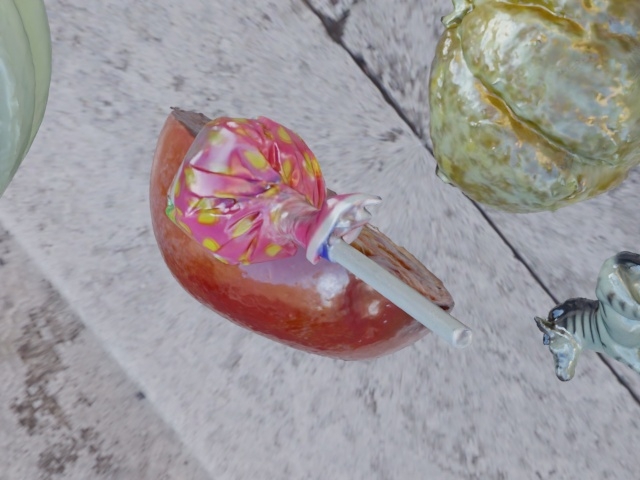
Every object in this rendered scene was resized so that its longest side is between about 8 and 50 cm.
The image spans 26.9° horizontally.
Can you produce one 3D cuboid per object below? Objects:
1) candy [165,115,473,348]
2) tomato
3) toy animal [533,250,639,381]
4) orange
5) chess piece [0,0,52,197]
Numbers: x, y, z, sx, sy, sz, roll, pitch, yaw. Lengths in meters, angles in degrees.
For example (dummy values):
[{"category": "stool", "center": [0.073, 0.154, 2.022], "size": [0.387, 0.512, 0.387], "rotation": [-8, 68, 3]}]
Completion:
[{"category": "candy", "center": [0.000, 0.000, 0.956], "size": [0.124, 0.365, 0.124], "rotation": [-10, 113, -25]}, {"category": "tomato", "center": [-0.038, 0.019, 1.303], "size": [0.338, 0.338, 0.144], "rotation": [34, 99, 1]}, {"category": "toy animal", "center": [0.287, 0.072, 1.276], "size": [0.073, 0.217, 0.176], "rotation": [-37, 56, -25]}, {"category": "orange", "center": [0.277, -0.197, 1.371], "size": [0.271, 0.210, 0.369], "rotation": [22, 86, -32]}, {"category": "chess piece", "center": [-0.202, -0.139, 0.588], "size": [0.194, 0.299, 0.195], "rotation": [-1, 128, -1]}]
